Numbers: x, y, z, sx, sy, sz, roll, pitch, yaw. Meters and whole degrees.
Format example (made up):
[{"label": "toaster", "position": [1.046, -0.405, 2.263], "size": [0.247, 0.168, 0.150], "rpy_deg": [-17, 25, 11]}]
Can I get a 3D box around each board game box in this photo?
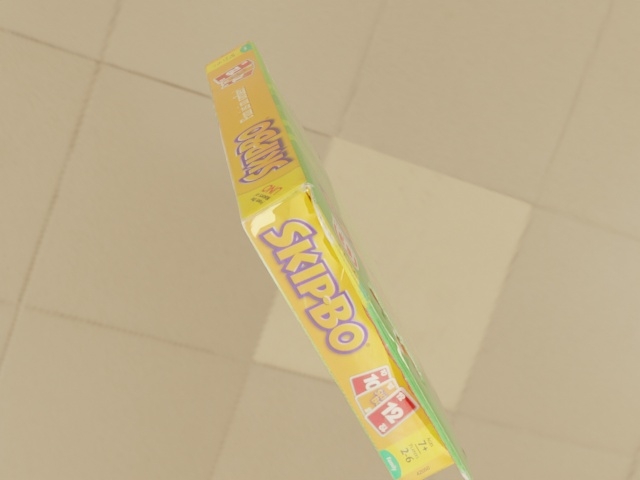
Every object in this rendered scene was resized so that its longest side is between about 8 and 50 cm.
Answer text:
[{"label": "board game box", "position": [0.000, 0.000, 0.568], "size": [0.039, 0.259, 0.124], "rpy_deg": [-30, 111, 1]}]
